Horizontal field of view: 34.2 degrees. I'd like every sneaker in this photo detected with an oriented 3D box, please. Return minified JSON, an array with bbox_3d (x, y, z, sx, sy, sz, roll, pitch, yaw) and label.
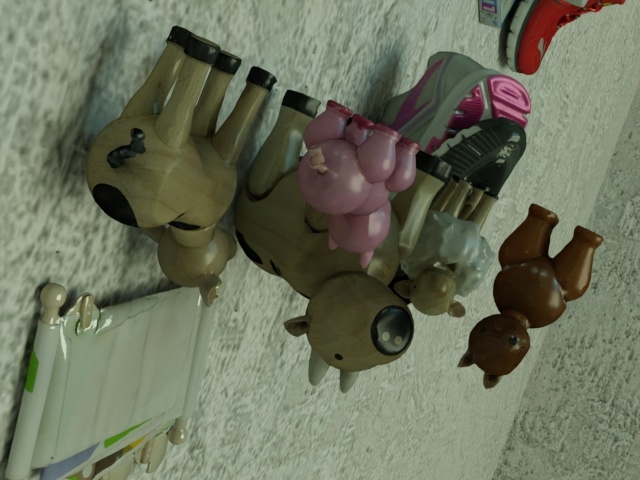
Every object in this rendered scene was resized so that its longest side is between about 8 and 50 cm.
[{"bbox_3d":[0.108,-0.006,0.938,0.234,0.106,0.078,-45,132,17],"label":"sneaker"},{"bbox_3d":[0.321,-0.312,1.305,0.107,0.118,0.279,-54,169,-47],"label":"sneaker"},{"bbox_3d":[0.098,-0.078,1.024,0.103,0.111,0.252,20,118,-35],"label":"sneaker"}]

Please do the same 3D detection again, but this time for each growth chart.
[{"bbox_3d":[-0.138,0.103,0.732,0.237,0.021,0.172,-5,115,-67],"label":"growth chart"}]

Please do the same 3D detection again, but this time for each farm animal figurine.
[{"bbox_3d":[0.000,0.000,0.709,0.172,0.330,0.327,-64,-166,6],"label":"farm animal figurine"}]

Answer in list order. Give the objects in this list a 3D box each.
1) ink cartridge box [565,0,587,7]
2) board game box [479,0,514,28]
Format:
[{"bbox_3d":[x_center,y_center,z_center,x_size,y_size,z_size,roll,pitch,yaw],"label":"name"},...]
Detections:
[{"bbox_3d":[0.277,-0.375,1.097,0.154,0.093,0.212,-56,160,-9],"label":"ink cartridge box"},{"bbox_3d":[0.226,-0.338,1.207,0.154,0.026,0.103,-61,158,-21],"label":"board game box"}]
